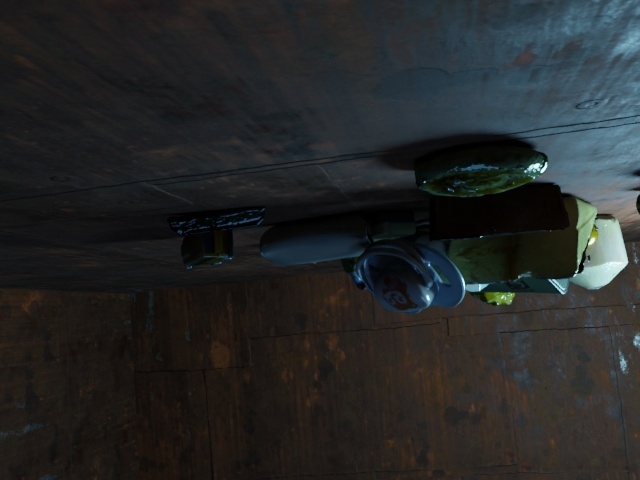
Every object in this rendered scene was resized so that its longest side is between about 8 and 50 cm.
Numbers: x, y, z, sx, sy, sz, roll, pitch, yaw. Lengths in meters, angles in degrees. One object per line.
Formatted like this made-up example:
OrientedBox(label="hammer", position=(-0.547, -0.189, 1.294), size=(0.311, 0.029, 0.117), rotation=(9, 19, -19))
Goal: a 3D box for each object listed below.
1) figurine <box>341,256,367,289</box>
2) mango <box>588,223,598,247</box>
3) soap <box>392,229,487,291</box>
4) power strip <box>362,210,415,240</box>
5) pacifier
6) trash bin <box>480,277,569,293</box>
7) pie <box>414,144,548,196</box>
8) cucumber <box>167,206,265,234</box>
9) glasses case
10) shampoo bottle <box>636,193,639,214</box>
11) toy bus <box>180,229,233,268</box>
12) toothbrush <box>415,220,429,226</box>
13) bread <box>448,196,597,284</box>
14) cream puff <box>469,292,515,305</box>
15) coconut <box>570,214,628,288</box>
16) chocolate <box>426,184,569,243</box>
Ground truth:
OrientedBox(label="figurine", position=(0.164, 0.079, 2.270), size=(0.127, 0.185, 0.234), rotation=(-23, -174, -31))
OrientedBox(label="mango", position=(0.807, -0.026, 2.128), size=(0.090, 0.115, 0.178), rotation=(34, 167, -30))
OrientedBox(label="soap", position=(0.346, 0.053, 2.010), size=(0.346, 0.115, 0.208), rotation=(10, -163, 32))
OrientedBox(label="power strip", position=(0.139, -0.027, 1.784), size=(0.105, 0.070, 0.256), rotation=(-1, 173, -32))
OrientedBox(label="pacifier", position=(0.241, 0.060, 1.679), size=(0.299, 0.244, 0.233), rotation=(-18, -158, 47))
OrientedBox(label="trash bin", position=(0.613, 0.055, 2.100), size=(0.158, 0.223, 0.343), rotation=(38, 151, -29))
OrientedBox(label="pie", position=(0.276, -0.120, 1.156), size=(0.240, 0.054, 0.240), rotation=(-4, 171, -1))
OrientedBox(label="cucumber", position=(-0.227, -0.044, 1.476), size=(0.219, 0.046, 0.070), rotation=(-6, -179, 0))
OrientedBox(label="glasses case", position=(0.001, 0.002, 1.730), size=(0.308, 0.083, 0.128), rotation=(-8, 145, 21))
OrientedBox(label="shampoo bottle", position=(0.922, -0.114, 1.599), size=(0.129, 0.084, 0.323), rotation=(1, 173, -21))
OrientedBox(label="toy bus", position=(-0.301, 0.019, 1.737), size=(0.103, 0.091, 0.182), rotation=(0, 170, -28))
OrientedBox(label="toothbrush", position=(0.307, -0.048, 1.942), size=(0.017, 0.022, 0.204), rotation=(-20, -179, -26))
OrientedBox(label="bread", position=(0.571, 0.007, 1.816), size=(0.345, 0.242, 0.405), rotation=(-5, 171, 27))
OrientedBox(label="cream puff", position=(0.712, 0.118, 2.613), size=(0.378, 0.276, 0.378), rotation=(-5, 171, -1))
OrientedBox(label="coconut", position=(0.917, 0.044, 2.249), size=(0.239, 0.244, 0.239), rotation=(-5, 175, 0))
OrientedBox(label="chocolate", position=(0.397, -0.062, 1.519), size=(0.321, 0.112, 0.112), rotation=(-6, 176, -4))
